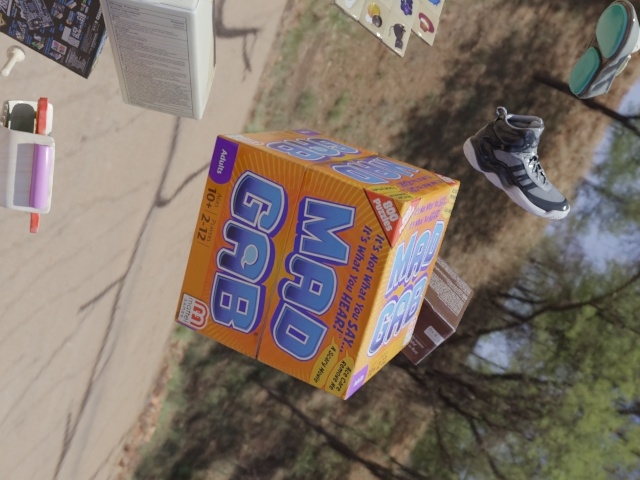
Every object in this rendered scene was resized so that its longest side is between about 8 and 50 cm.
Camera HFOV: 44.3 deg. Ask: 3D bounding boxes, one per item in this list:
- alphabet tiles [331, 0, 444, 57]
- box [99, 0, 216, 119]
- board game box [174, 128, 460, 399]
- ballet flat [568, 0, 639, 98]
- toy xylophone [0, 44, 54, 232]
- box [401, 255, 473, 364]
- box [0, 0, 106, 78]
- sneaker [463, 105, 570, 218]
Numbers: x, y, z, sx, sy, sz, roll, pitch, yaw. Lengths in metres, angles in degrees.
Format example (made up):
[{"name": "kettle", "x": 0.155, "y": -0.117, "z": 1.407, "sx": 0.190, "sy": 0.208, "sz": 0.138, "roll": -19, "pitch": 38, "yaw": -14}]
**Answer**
[{"name": "alphabet tiles", "x": 0.127, "y": -0.503, "z": 1.338, "sx": 0.011, "sy": 0.285, "sz": 0.343, "roll": 0, "pitch": -112, "yaw": 49}, {"name": "box", "x": -0.245, "y": -0.327, "z": 1.233, "sx": 0.311, "sy": 0.147, "sz": 0.121, "roll": 113, "pitch": -10, "yaw": -68}, {"name": "board game box", "x": 0.003, "y": 0.017, "z": 1.470, "sx": 0.356, "sy": 0.356, "sz": 0.357, "roll": -21, "pitch": 130, "yaw": -64}, {"name": "ballet flat", "x": 0.432, "y": -0.284, "z": 1.156, "sx": 0.213, "sy": 0.068, "sz": 0.072, "roll": 99, "pitch": -20, "yaw": -69}, {"name": "toy xylophone", "x": -0.459, "y": -0.167, "z": 1.225, "sx": 0.323, "sy": 0.081, "sz": 0.236, "roll": -122, "pitch": -139, "yaw": -58}, {"name": "box", "x": 0.252, "y": 0.148, "z": 1.957, "sx": 0.143, "sy": 0.191, "sz": 0.381, "roll": -45, "pitch": 174, "yaw": 18}, {"name": "box", "x": -0.658, "y": -0.569, "z": 1.911, "sx": 0.295, "sy": 0.293, "sz": 0.073, "roll": -45, "pitch": -159, "yaw": 52}, {"name": "sneaker", "x": 0.445, "y": -0.168, "z": 1.669, "sx": 0.101, "sy": 0.268, "sz": 0.153, "roll": -45, "pitch": 172, "yaw": -50}]
